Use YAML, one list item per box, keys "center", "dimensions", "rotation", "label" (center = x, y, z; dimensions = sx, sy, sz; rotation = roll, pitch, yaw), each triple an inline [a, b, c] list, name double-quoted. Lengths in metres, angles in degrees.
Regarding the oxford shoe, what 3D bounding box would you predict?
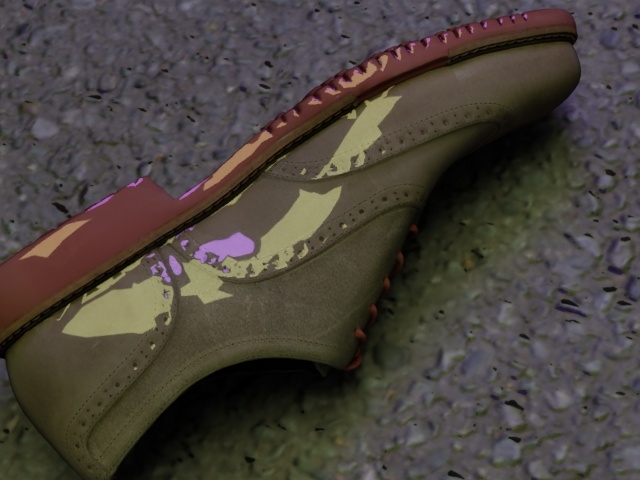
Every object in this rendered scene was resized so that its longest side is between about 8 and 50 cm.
- center: [0.000, 0.000, 0.831]
  dimensions: [0.348, 0.123, 0.130]
  rotation: [-30, 83, -10]
  label: "oxford shoe"
